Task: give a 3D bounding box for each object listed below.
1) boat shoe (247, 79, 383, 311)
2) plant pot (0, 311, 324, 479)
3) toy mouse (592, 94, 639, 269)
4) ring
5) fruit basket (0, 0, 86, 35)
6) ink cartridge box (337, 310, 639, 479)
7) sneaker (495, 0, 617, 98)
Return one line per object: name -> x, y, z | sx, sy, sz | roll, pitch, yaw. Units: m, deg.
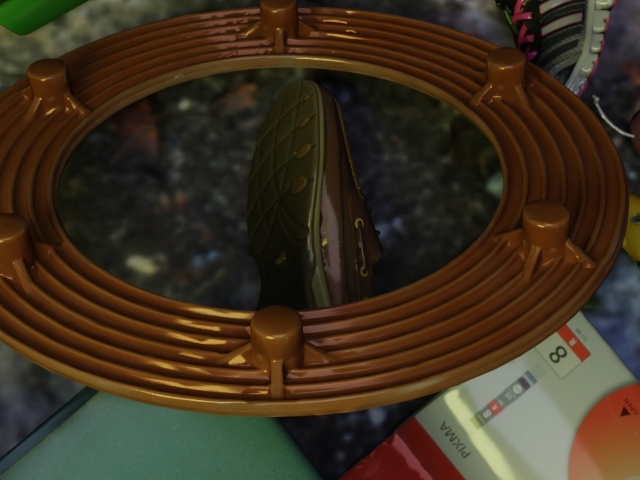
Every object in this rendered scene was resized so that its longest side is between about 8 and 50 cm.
boat shoe -> 0.000, 0.000, 0.771 | 0.060, 0.064, 0.178 | 8, 73, -38
plant pot -> -0.056, 0.177, 0.677 | 0.165, 0.166, 0.234 | -40, 93, -12
toy mouse -> 0.234, -0.039, 0.812 | 0.143, 0.031, 0.161 | -34, 84, -11
ring -> -0.020, -0.041, 0.677 | 0.337, 0.032, 0.336 | -1, 38, 1
fruit basket -> -0.120, -0.313, 0.659 | 0.392, 0.392, 0.283 | -42, 86, -12
ink cartridge box -> 0.109, 0.136, 0.751 | 0.179, 0.045, 0.145 | -37, 84, -20
sneaker -> 0.127, -0.129, 0.805 | 0.075, 0.063, 0.170 | 20, 75, 1
